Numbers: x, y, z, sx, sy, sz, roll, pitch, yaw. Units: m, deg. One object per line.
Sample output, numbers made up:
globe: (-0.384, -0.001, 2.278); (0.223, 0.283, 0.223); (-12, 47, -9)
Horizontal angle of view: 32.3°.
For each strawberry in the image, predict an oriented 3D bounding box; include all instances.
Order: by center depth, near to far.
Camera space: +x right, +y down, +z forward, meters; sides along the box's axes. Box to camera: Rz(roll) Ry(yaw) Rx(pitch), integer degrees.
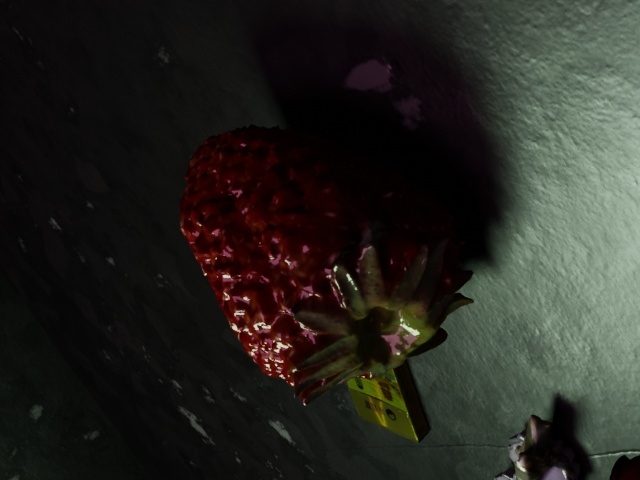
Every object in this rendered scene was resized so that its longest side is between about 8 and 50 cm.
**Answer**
strawberry: (0.001, 0.001, 1.286); (0.292, 0.292, 0.343); (88, 157, -47)

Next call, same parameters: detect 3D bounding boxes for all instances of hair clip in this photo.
hair clip: (0.270, 0.317, 1.421); (0.106, 0.084, 0.292); (30, 150, 22)

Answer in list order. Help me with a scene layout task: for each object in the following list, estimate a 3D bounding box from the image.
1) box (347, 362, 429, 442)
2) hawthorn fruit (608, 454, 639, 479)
box: (0.080, 0.195, 1.580); (0.121, 0.030, 0.193); (16, 136, 45)
hawthorn fruit: (0.400, 0.281, 1.108); (0.189, 0.189, 0.251); (50, 133, -1)
